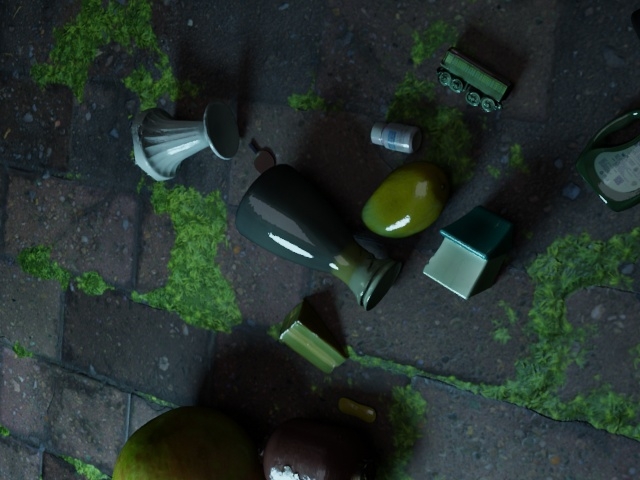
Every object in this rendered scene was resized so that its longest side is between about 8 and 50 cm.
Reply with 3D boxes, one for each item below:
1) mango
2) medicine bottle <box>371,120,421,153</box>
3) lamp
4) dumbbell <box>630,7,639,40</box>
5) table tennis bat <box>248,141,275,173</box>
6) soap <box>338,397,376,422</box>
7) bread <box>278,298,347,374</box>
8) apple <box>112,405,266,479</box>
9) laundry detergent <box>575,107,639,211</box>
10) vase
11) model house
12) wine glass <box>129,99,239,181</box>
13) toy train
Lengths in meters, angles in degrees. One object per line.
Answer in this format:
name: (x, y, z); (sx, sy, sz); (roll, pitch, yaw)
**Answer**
mango: (0.158, -0.073, 1.551); (0.194, 0.092, 0.130); (-21, 85, 36)
medicine bottle: (0.145, -0.199, 1.568); (0.089, 0.052, 0.052); (17, 104, 30)
lamp: (-0.003, 0.457, 1.662); (0.258, 0.180, 0.180); (8, 99, 30)
dumbbell: (0.584, -0.353, 1.252); (0.191, 0.100, 0.100); (-28, 80, 31)
table tennis bat: (-0.128, -0.178, 1.767); (0.050, 0.007, 0.083); (-45, 74, 28)
soap: (0.075, 0.349, 1.692); (0.089, 0.012, 0.034); (14, 103, 30)
bread: (-0.010, 0.204, 1.730); (0.139, 0.084, 0.074); (38, 117, -11)
apple: (-0.281, 0.528, 1.753); (0.339, 0.339, 0.340); (4, 97, 32)
laundry detergent: (0.526, -0.155, 1.332); (0.211, 0.063, 0.137); (-46, 65, 27)
vase: (0.000, 0.000, 1.618); (0.321, 0.173, 0.173); (36, 113, 20)
model house: (0.273, 0.012, 1.467); (0.100, 0.127, 0.149); (34, 115, 24)
wine glass: (-0.289, -0.223, 1.784); (0.196, 0.165, 0.165); (-8, 91, 24)
toy train: (0.277, -0.288, 1.486); (0.148, 0.038, 0.071); (38, 114, 22)
